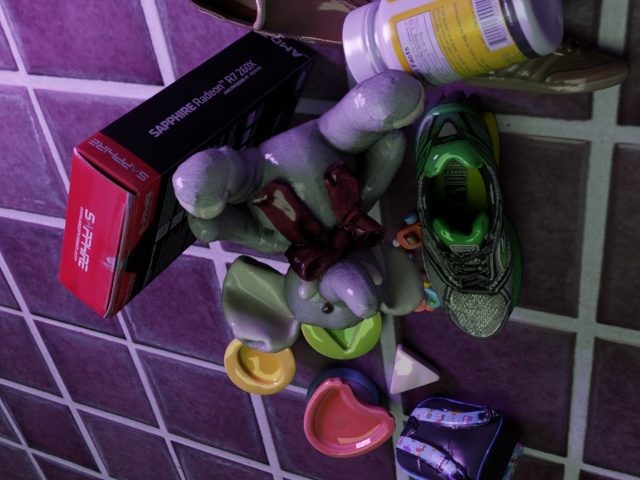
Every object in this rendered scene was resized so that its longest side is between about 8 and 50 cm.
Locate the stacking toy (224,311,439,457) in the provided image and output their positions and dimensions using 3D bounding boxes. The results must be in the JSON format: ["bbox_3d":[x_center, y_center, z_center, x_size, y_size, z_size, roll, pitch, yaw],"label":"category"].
[{"bbox_3d":[0.027,0.197,1.302,0.279,0.130,0.309,-41,103,19],"label":"stacking toy"}]

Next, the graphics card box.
[{"bbox_3d":[-0.160,-0.097,0.944,0.094,0.371,0.233,35,137,8],"label":"graphics card box"}]

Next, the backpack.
[{"bbox_3d":[0.218,0.343,1.240,0.173,0.158,0.117,5,147,46],"label":"backpack"}]

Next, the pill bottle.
[{"bbox_3d":[0.135,-0.227,0.795,0.208,0.119,0.119,-9,120,36],"label":"pill bottle"}]

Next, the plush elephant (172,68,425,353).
[{"bbox_3d":[0.000,0.000,0.885,0.256,0.271,0.330,65,169,1],"label":"plush elephant"}]

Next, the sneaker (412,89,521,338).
[{"bbox_3d":[0.175,-0.004,0.961,0.134,0.146,0.344,-7,123,19],"label":"sneaker"}]

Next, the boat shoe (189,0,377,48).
[{"bbox_3d":[-0.049,-0.279,0.920,0.257,0.095,0.095,19,134,17],"label":"boat shoe"}]

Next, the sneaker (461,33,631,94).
[{"bbox_3d":[0.239,-0.204,0.828,0.188,0.066,0.071,7,123,26],"label":"sneaker"}]

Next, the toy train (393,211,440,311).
[{"bbox_3d":[0.145,0.043,1.106,0.125,0.046,0.166,-20,113,41],"label":"toy train"}]
